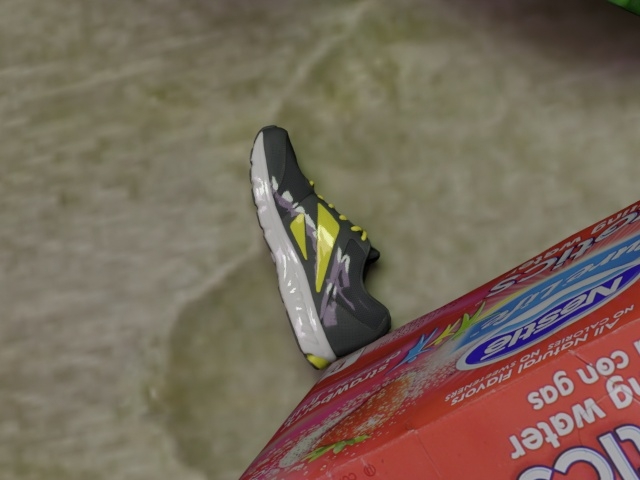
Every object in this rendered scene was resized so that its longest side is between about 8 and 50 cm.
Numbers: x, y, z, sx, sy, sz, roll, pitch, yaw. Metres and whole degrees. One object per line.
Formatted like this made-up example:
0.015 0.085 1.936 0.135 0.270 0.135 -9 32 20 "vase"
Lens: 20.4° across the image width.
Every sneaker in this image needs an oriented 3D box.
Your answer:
0.000 0.000 0.590 0.035 0.031 0.083 -17 81 0 "sneaker"

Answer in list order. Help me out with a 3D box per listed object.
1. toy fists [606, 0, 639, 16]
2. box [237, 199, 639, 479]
0.153 -0.117 0.525 0.279 0.096 0.142 29 103 18 "toy fists"
0.111 0.051 0.448 0.257 0.128 0.122 -30 96 25 "box"
